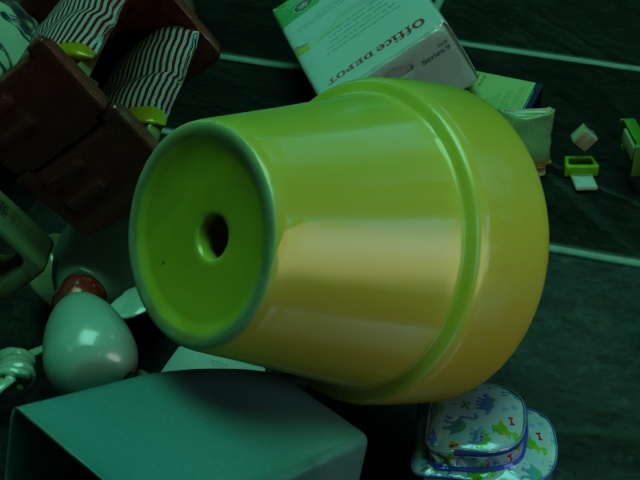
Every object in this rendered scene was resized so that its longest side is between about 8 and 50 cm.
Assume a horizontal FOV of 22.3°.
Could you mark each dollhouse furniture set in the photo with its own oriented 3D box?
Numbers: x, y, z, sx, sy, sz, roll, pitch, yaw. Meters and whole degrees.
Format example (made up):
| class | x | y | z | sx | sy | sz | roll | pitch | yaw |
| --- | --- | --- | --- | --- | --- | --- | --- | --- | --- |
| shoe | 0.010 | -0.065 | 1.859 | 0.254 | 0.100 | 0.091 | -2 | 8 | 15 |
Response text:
| class | x | y | z | sx | sy | sz | roll | pitch | yaw |
| --- | --- | --- | --- | --- | --- | --- | --- | --- | --- |
| dollhouse furniture set | 0.252 | -0.090 | 1.648 | 0.152 | 0.076 | 0.058 | -2 | 35 | -5 |
| dollhouse furniture set | -0.274 | -0.068 | 1.359 | 0.374 | 0.152 | 0.201 | -33 | 26 | 28 |

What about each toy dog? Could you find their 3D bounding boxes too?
| class | x | y | z | sx | sy | sz | roll | pitch | yaw |
| --- | --- | --- | --- | --- | --- | --- | --- | --- | --- |
| toy dog | -0.158 | 0.060 | 1.369 | 0.161 | 0.220 | 0.333 | 36 | 37 | -18 |

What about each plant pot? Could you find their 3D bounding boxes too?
| class | x | y | z | sx | sy | sz | roll | pitch | yaw |
| --- | --- | --- | --- | --- | --- | --- | --- | --- | --- |
| plant pot | 0.000 | 0.000 | 1.203 | 0.239 | 0.254 | 0.254 | 1 | 27 | -45 |
| plant pot | -0.087 | 0.194 | 1.178 | 0.234 | 0.165 | 0.166 | -17 | 38 | -43 |

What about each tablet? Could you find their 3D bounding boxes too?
| class | x | y | z | sx | sy | sz | roll | pitch | yaw |
| --- | --- | --- | --- | --- | --- | --- | --- | --- | --- |
| tablet | -0.095 | 0.117 | 1.410 | 0.083 | 0.006 | 0.054 | 13 | 38 | 16 |

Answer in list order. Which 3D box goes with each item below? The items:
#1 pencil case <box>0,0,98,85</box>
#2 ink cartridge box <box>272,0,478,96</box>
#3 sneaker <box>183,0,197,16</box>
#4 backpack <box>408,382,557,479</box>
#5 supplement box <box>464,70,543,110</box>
| class | x | y | z | sx | sy | sz | roll | pitch | yaw |
| --- | --- | --- | --- | --- | --- | --- | --- | --- | --- |
| pencil case | -0.379 | -0.131 | 1.562 | 0.160 | 0.183 | 0.410 | 41 | 35 | 6 |
| ink cartridge box | 0.056 | -0.213 | 1.747 | 0.154 | 0.093 | 0.212 | -34 | 37 | 6 |
| sneaker | -0.201 | -0.324 | 1.906 | 0.098 | 0.135 | 0.276 | -5 | 38 | -11 |
| backpack | 0.130 | 0.167 | 1.284 | 0.114 | 0.084 | 0.105 | 8 | 39 | 4 |
| supplement box | 0.183 | -0.131 | 1.718 | 0.083 | 0.056 | 0.083 | 13 | 38 | 15 |
